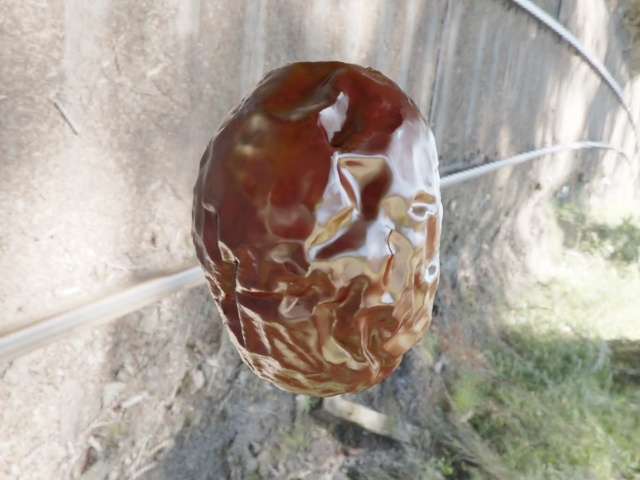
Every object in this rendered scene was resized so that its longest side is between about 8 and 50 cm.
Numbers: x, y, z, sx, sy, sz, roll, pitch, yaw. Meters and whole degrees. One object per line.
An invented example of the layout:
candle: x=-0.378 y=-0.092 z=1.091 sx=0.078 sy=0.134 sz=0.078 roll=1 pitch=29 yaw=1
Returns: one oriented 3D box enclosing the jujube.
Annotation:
jujube: x=0.000 y=0.000 z=0.529 sx=0.250 sy=0.174 sz=0.174 roll=87 pitch=25 yaw=-52
